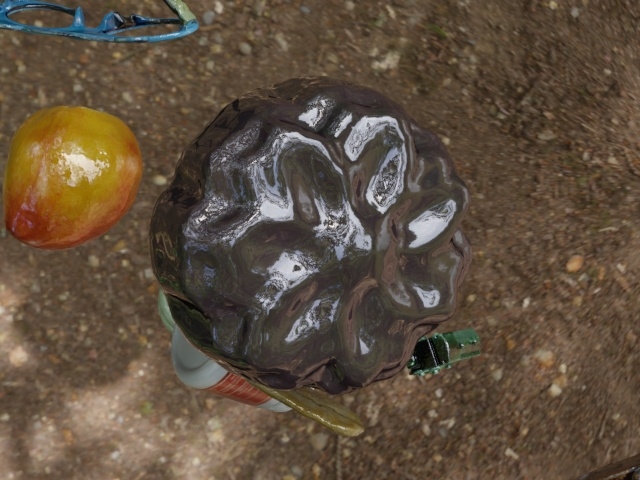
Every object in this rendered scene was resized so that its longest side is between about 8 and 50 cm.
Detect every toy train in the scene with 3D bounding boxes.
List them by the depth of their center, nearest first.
[{"bbox_3d":[0.215,0.191,1.634,0.111,0.170,0.071,-23,78,36],"label":"toy train"}]

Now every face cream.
[{"bbox_3d":[-0.116,0.161,1.522,0.201,0.187,0.201,-31,47,40],"label":"face cream"}]

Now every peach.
[{"bbox_3d":[-0.534,-0.125,2.012,0.289,0.289,0.307,-4,70,24],"label":"peach"}]

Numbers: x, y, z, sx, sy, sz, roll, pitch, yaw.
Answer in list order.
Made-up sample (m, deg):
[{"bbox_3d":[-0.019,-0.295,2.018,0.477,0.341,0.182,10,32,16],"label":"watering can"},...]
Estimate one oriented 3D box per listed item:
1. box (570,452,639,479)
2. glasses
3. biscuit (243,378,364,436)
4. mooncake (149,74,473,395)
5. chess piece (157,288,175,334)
[{"bbox_3d":[0.376,0.518,1.440,0.415,0.116,0.264,-28,77,24],"label":"box"},{"bbox_3d":[-0.234,-0.301,1.015,0.239,0.102,0.206,12,85,15],"label":"glasses"},{"bbox_3d":[-0.022,0.154,0.931,0.147,0.071,0.018,29,96,7],"label":"biscuit"},{"bbox_3d":[0.000,0.000,0.817,0.141,0.283,0.283,18,103,59],"label":"mooncake"},{"bbox_3d":[-0.178,0.052,1.661,0.176,0.176,0.298,47,142,14],"label":"chess piece"}]
